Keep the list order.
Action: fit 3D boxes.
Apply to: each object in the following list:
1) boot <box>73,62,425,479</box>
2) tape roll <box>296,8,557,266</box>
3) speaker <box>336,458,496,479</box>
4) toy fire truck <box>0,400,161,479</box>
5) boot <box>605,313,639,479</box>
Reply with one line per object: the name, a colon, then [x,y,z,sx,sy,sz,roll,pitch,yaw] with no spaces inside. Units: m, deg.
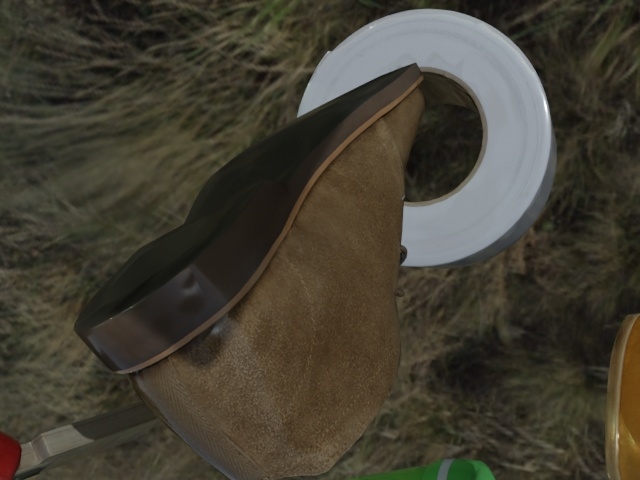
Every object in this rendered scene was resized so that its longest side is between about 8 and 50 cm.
boot: [0.000,0.000,0.458,0.112,0.305,0.115,-26,107,34]
tape roll: [0.113,-0.093,0.897,0.246,0.169,0.246,0,88,16]
speaker: [0.035,0.305,0.908,0.297,0.131,0.131,-17,125,23]
toy fire truck: [-0.233,0.109,0.505,0.246,0.158,0.217,38,141,-24]
boot: [0.271,0.152,0.475,0.211,0.295,0.104,-13,133,27]
